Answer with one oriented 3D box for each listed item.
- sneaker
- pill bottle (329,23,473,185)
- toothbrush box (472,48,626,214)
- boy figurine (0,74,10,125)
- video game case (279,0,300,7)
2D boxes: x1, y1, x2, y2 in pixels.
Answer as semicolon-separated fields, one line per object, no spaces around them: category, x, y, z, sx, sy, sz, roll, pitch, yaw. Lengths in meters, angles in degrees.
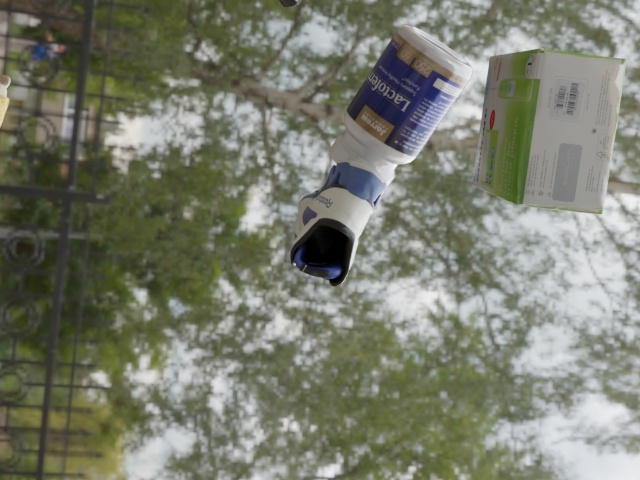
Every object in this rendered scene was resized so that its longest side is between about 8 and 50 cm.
sneaker;0.000;0.000;1.686;0.182;0.127;0.315;-63;-177;-27
pill bottle;0.135;-0.230;1.676;0.264;0.153;0.153;-57;-155;18
toothbrush box;0.314;-0.159;1.359;0.283;0.122;0.206;-102;-162;-80
boy figurine;-0.474;-0.163;1.213;0.092;0.177;0.285;15;-71;37
video game case;-0.033;-0.469;1.163;0.035;0.248;0.275;3;-130;52
